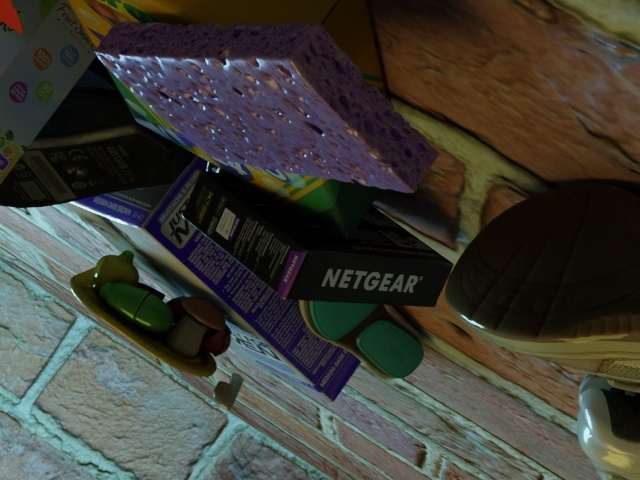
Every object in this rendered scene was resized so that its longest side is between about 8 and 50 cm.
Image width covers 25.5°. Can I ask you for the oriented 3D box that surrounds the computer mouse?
[{"bbox_3d":[-0.187,-0.090,1.237,0.272,0.072,0.188,-6,155,4],"label":"computer mouse"}]

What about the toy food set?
[{"bbox_3d":[-0.152,0.075,1.462,0.218,0.071,0.128,34,-171,6],"label":"toy food set"}]

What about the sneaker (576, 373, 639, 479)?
[{"bbox_3d":[0.234,0.149,0.959,0.110,0.118,0.292,14,180,24],"label":"sneaker"}]

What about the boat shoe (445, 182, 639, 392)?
[{"bbox_3d":[0.207,0.046,0.850,0.110,0.122,0.341,43,162,-28],"label":"boat shoe"}]

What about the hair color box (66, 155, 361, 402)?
[{"bbox_3d":[-0.106,0.027,1.531,0.185,0.110,0.339,19,157,50],"label":"hair color box"}]

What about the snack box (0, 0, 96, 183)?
[{"bbox_3d":[-0.284,-0.145,1.158,0.174,0.207,0.070,22,161,39],"label":"snack box"}]

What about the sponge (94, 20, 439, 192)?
[{"bbox_3d":[-0.037,-0.082,0.833,0.117,0.031,0.210,42,162,-35],"label":"sponge"}]

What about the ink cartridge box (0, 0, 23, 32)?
[{"bbox_3d":[-0.387,-0.277,0.928,0.308,0.091,0.385,31,163,19],"label":"ink cartridge box"}]

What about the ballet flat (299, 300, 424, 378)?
[{"bbox_3d":[0.028,0.067,1.429,0.086,0.086,0.248,25,164,34],"label":"ballet flat"}]

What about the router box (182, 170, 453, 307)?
[{"bbox_3d":[0.000,0.000,1.115,0.179,0.046,0.133,6,-156,-47],"label":"router box"}]

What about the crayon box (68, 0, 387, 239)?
[{"bbox_3d":[-0.064,-0.135,0.951,0.203,0.083,0.323,30,164,19],"label":"crayon box"}]

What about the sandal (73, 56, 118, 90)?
[{"bbox_3d":[-0.303,-0.114,1.398,0.167,0.107,0.445,28,163,-18],"label":"sandal"}]
